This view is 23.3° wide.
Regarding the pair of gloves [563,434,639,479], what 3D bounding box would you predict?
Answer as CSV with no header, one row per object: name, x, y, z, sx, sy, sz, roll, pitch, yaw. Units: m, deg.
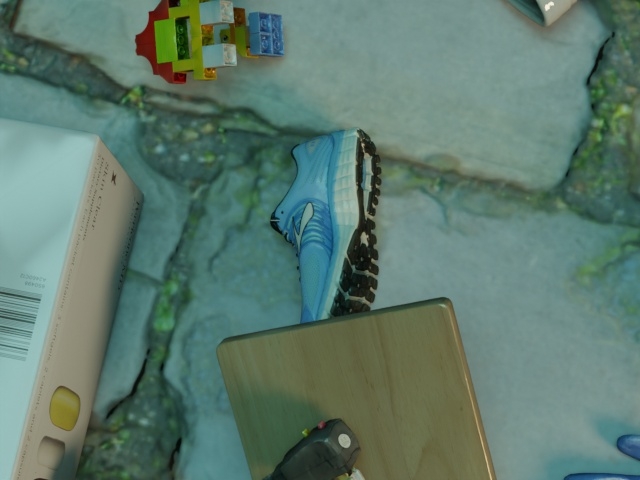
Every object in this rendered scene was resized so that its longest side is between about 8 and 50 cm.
pair of gloves,0.241,0.229,1.046,0.159,0.023,0.198,-3,76,4

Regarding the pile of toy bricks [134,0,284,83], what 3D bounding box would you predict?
pile of toy bricks,-0.094,-0.222,1.160,0.105,0.118,0.212,-3,92,33

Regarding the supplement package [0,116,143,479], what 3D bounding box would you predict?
supplement package,-0.260,0.053,1.071,0.204,0.145,0.261,10,78,8

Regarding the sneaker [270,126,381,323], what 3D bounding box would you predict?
sneaker,0.000,0.000,1.116,0.073,0.063,0.162,-2,72,24

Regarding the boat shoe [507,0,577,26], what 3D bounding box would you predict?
boat shoe,0.087,-0.257,1.150,0.267,0.096,0.088,39,78,4

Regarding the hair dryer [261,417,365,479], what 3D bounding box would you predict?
hair dryer,-0.073,0.262,1.006,0.294,0.080,0.223,-24,78,19

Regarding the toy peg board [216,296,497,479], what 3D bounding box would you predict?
toy peg board,0.034,0.120,1.052,0.161,0.079,0.161,-12,101,17
